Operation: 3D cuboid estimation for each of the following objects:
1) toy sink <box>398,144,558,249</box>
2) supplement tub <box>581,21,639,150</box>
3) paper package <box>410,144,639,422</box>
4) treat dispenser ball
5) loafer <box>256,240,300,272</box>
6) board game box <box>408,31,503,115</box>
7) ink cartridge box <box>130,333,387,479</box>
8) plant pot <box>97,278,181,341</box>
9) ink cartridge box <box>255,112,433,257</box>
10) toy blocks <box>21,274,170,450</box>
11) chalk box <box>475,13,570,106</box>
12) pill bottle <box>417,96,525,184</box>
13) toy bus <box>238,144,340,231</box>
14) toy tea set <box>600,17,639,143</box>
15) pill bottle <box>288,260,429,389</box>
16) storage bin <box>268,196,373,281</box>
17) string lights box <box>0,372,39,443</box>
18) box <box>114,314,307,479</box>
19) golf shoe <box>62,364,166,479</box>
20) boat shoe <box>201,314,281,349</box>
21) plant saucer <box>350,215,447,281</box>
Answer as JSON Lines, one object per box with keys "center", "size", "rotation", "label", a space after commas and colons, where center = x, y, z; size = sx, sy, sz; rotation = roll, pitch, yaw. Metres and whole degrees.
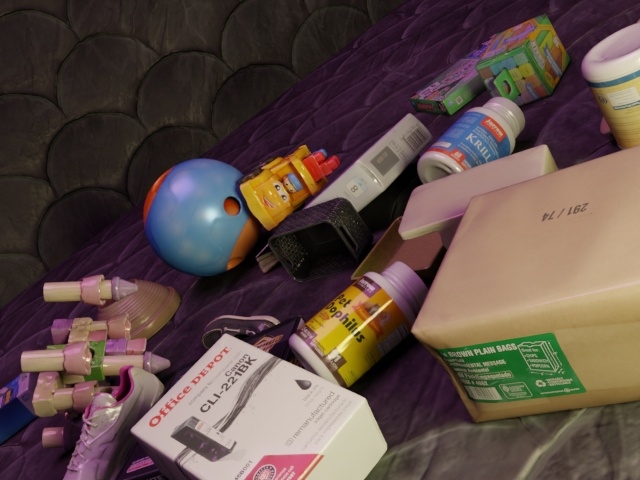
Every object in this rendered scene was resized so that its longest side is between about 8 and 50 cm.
{"center": [0.264, -0.029, 1.267], "size": [0.234, 0.131, 0.152], "rotation": [-18, 25, 28], "label": "toy sink"}
{"center": [0.499, -0.215, 1.214], "size": [0.144, 0.199, 0.144], "rotation": [-30, 20, 12], "label": "supplement tub"}
{"center": [0.318, 0.044, 0.965], "size": [0.325, 0.168, 0.309], "rotation": [-17, 26, 38], "label": "paper package"}
{"center": [-0.286, -0.055, 1.963], "size": [0.288, 0.288, 0.288], "rotation": [-30, 20, 13], "label": "treat dispenser ball"}
{"center": [-0.084, 0.034, 1.819], "size": [0.125, 0.039, 0.045], "rotation": [-24, -9, 19], "label": "loafer"}
{"center": [0.404, -0.442, 2.105], "size": [0.317, 0.046, 0.213], "rotation": [-37, 21, -7], "label": "board game box"}
{"center": [-0.085, 0.262, 1.060], "size": [0.273, 0.114, 0.197], "rotation": [17, 52, 41], "label": "ink cartridge box"}
{"center": [-0.475, 0.173, 2.004], "size": [0.237, 0.109, 0.237], "rotation": [-31, 19, 12], "label": "plant pot"}
{"center": [0.053, -0.099, 1.812], "size": [0.385, 0.091, 0.308], "rotation": [-42, 3, 38], "label": "ink cartridge box"}
{"center": [-0.435, 0.260, 1.664], "size": [0.260, 0.308, 0.288], "rotation": [-3, 34, -6], "label": "toy blocks"}
{"center": [0.443, -0.382, 1.783], "size": [0.132, 0.132, 0.213], "rotation": [-16, 28, 42], "label": "chalk box"}
{"center": [0.299, -0.182, 1.564], "size": [0.221, 0.124, 0.124], "rotation": [-46, 23, -24], "label": "pill bottle"}
{"center": [-0.060, -0.140, 1.891], "size": [0.212, 0.149, 0.220], "rotation": [-27, 11, 21], "label": "toy bus"}
{"center": [0.593, -0.292, 1.429], "size": [0.200, 0.124, 0.336], "rotation": [-57, 8, 36], "label": "toy tea set"}
{"center": [0.065, 0.130, 1.237], "size": [0.215, 0.117, 0.117], "rotation": [-39, 20, -12], "label": "pill bottle"}
{"center": [0.000, 0.000, 1.626], "size": [0.180, 0.122, 0.084], "rotation": [-18, 26, 39], "label": "storage bin"}
{"center": [-0.786, 0.435, 1.943], "size": [0.260, 0.076, 0.133], "rotation": [-37, 21, -6], "label": "string lights box"}
{"center": [-0.164, 0.280, 1.332], "size": [0.296, 0.073, 0.293], "rotation": [-25, 21, 28], "label": "box"}
{"center": [-0.389, 0.353, 1.419], "size": [0.115, 0.140, 0.306], "rotation": [-9, 34, 48], "label": "golf shoe"}
{"center": [-0.163, 0.188, 1.529], "size": [0.206, 0.075, 0.065], "rotation": [-12, 27, 38], "label": "boat shoe"}
{"center": [0.172, 0.017, 1.431], "size": [0.188, 0.045, 0.188], "rotation": [-12, 30, 47], "label": "plant saucer"}
